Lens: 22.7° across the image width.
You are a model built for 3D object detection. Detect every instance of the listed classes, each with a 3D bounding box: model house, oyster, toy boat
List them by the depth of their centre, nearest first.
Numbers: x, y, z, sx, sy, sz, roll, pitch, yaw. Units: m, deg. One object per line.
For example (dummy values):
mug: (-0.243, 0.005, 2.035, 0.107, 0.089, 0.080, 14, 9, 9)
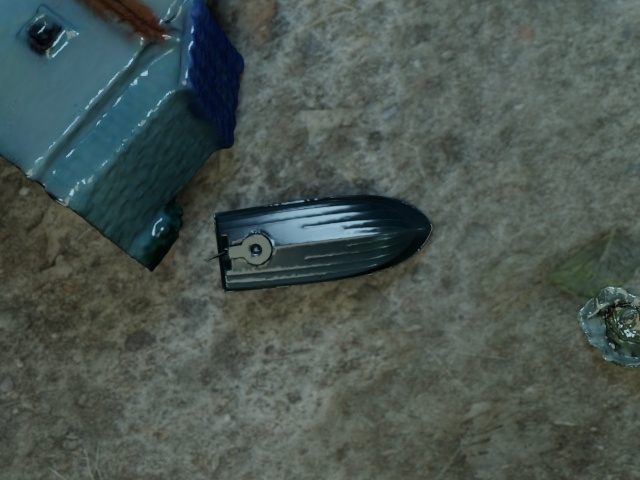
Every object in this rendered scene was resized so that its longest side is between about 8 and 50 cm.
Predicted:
model house: (-0.218, -0.196, 1.673, 0.295, 0.252, 0.329, 37, 89, 25)
oyster: (0.333, 0.093, 1.708, 0.098, 0.037, 0.100, -31, 76, 2)
toy boat: (0.000, 0.000, 1.733, 0.246, 0.103, 0.093, -7, 91, 2)
